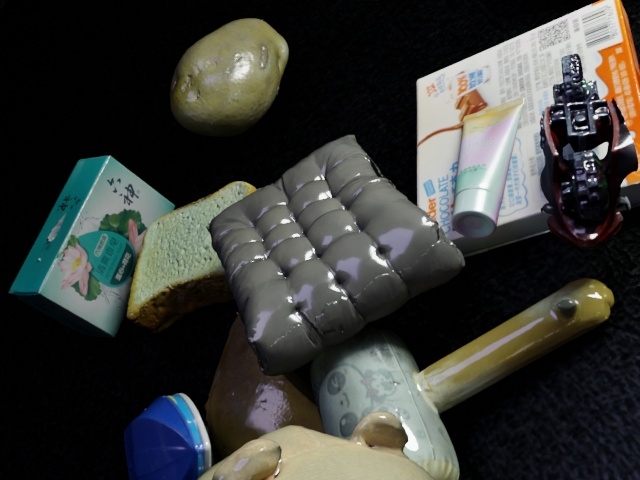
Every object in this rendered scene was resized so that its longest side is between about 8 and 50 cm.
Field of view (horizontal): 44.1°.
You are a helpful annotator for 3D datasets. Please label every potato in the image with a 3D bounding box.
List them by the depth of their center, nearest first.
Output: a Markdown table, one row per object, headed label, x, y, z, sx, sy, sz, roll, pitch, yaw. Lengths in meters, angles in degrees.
| label | x | y | z | sx | sy | sz | roll | pitch | yaw |
| --- | --- | --- | --- | --- | --- | --- | --- | --- | --- |
| potato | -0.080 | 0.186 | 0.896 | 0.138 | 0.098 | 0.243 | -50 | 39 | 1 |
| potato | -0.145 | -0.262 | 1.267 | 0.178 | 0.160 | 0.235 | 21 | 63 | 27 |

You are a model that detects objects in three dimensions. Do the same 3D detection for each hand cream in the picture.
| label | x | y | z | sx | sy | sz | roll | pitch | yaw |
| --- | --- | --- | --- | --- | --- | --- | --- | --- | --- |
| hand cream | 0.176 | -0.083 | 0.852 | 0.076 | 0.047 | 0.174 | -13 | 45 | 37 |

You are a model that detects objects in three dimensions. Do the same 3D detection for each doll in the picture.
| label | x | y | z | sx | sy | sz | roll | pitch | yaw |
| --- | --- | --- | --- | --- | --- | --- | --- | --- | --- |
| doll | -0.035 | 0.284 | 0.630 | 0.247 | 0.247 | 0.350 | -106 | 27 | -45 |

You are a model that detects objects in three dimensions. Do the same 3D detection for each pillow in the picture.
| label | x | y | z | sx | sy | sz | roll | pitch | yaw |
| --- | --- | --- | --- | --- | --- | --- | --- | --- | --- |
| pillow | 0.000 | 0.000 | 0.876 | 0.228 | 0.101 | 0.326 | -32 | 24 | -1 |

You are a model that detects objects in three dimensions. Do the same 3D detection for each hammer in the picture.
| label | x | y | z | sx | sy | sz | roll | pitch | yaw |
| --- | --- | --- | --- | --- | --- | --- | --- | --- | --- |
| hammer | 0.142 | 0.126 | 0.754 | 0.305 | 0.113 | 0.202 | -30 | 46 | 8 |

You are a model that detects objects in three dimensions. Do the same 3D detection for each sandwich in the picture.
| label | x | y | z | sx | sy | sz | roll | pitch | yaw |
| --- | --- | --- | --- | --- | --- | --- | --- | --- | --- |
| sandwich | -0.168 | 0.022 | 1.125 | 0.214 | 0.065 | 0.186 | -20 | 48 | 28 |

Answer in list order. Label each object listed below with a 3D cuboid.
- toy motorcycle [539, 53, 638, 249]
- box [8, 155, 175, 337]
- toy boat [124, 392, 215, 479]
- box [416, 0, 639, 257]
| label | x | y | z | sx | sy | sz | roll | pitch | yaw |
| --- | --- | --- | --- | --- | --- | --- | --- | --- | --- |
| toy motorcycle | 0.249 | -0.079 | 0.746 | 0.082 | 0.122 | 0.213 | -1 | 47 | 13 |
| box | -0.348 | 0.009 | 1.227 | 0.092 | 0.153 | 0.245 | -1 | 60 | 41 |
| toy boat | -0.147 | 0.224 | 0.819 | 0.295 | 0.088 | 0.129 | 135 | 125 | -65 |
| box | 0.232 | -0.125 | 0.898 | 0.265 | 0.048 | 0.273 | -18 | 51 | 31 |
